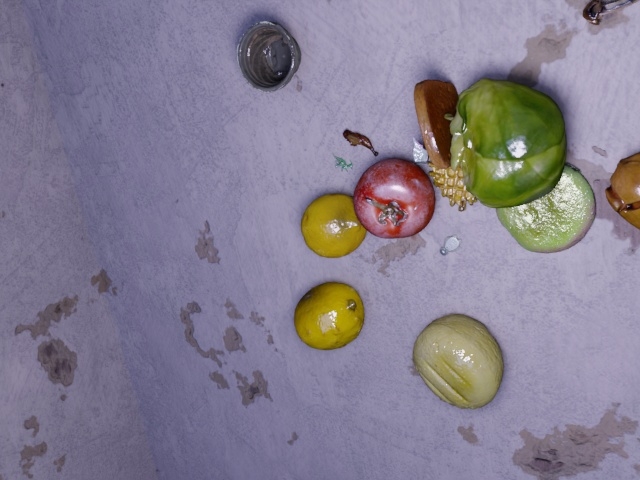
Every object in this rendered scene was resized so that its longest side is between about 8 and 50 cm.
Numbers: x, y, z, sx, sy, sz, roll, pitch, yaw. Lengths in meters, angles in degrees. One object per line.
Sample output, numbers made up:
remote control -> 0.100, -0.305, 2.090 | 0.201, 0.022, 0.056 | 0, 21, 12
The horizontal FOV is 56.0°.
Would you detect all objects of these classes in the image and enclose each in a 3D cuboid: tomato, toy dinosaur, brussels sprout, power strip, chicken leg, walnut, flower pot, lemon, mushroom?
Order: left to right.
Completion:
flower pot -> -0.158, -0.631, 2.066 | 0.235, 0.140, 0.236 | 10, 113, 24
lemon -> 0.032, 0.284, 2.248 | 0.260, 0.260, 0.284 | 40, 119, 10
lemon -> 0.051, -0.055, 2.115 | 0.229, 0.228, 0.253 | 55, 144, 0
toy dinosaur -> 0.079, -0.280, 2.139 | 0.062, 0.021, 0.083 | -14, 105, 26
chicken leg -> 0.138, -0.338, 2.074 | 0.145, 0.037, 0.062 | 28, 142, 19
tomato -> 0.243, -0.143, 1.973 | 0.270, 0.227, 0.271 | 9, 125, 12
power strip -> 0.441, 0.017, 2.046 | 0.055, 0.035, 0.083 | 46, 111, 6
brussels sprout -> 0.540, -0.285, 1.716 | 0.314, 0.275, 0.372 | -25, 78, 32
mushroom -> 0.789, -0.627, 1.583 | 0.186, 0.061, 0.060 | -16, 70, 25
walnut -> 0.935, -0.101, 1.615 | 0.336, 0.209, 0.209 | 33, 122, 6

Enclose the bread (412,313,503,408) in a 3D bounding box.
bread -> 0.470, 0.417, 2.053 | 0.320, 0.237, 0.321 | 11, 112, 29

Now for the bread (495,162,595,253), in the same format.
bread -> 0.690, -0.101, 1.845 | 0.301, 0.045, 0.302 | 10, 113, 25

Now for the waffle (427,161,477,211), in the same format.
waffle -> 0.455, -0.225, 1.928 | 0.232, 0.051, 0.228 | 50, 127, 5

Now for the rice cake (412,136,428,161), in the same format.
rice cake -> 0.310, -0.274, 1.860 | 0.051, 0.290, 0.081 | -17, 92, 11

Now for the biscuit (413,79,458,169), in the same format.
biscuit -> 0.358, -0.345, 1.786 | 0.052, 0.277, 0.262 | -13, 94, 35
